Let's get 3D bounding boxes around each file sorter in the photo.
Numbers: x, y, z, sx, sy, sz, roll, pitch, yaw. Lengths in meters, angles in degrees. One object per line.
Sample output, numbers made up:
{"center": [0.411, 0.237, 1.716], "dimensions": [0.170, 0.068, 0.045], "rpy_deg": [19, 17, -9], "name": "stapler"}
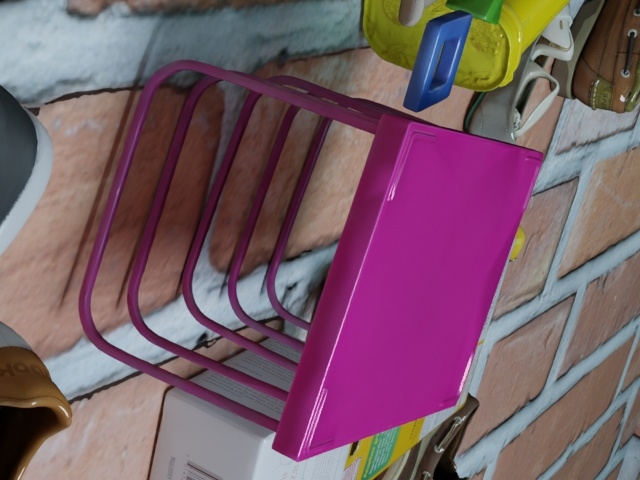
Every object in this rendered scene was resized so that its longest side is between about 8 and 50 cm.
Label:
{"center": [0.000, 0.000, 0.906], "dimensions": [0.291, 0.182, 0.202], "rpy_deg": [0, 110, -66], "name": "file sorter"}

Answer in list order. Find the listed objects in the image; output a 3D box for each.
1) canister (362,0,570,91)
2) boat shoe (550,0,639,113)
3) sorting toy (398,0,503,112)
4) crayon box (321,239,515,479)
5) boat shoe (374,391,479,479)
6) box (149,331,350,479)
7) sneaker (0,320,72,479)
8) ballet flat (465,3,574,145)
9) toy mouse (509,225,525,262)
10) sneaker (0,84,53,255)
{"center": [0.128, -0.199, 1.074], "dimensions": [0.170, 0.126, 0.073], "rpy_deg": [-47, 150, -43], "name": "canister"}
{"center": [0.378, -0.285, 1.557], "dimensions": [0.307, 0.104, 0.111], "rpy_deg": [-65, 157, -5], "name": "boat shoe"}
{"center": [0.096, -0.250, 0.839], "dimensions": [0.196, 0.047, 0.347], "rpy_deg": [-45, 152, -47], "name": "sorting toy"}
{"center": [0.068, 0.104, 1.275], "dimensions": [0.323, 0.083, 0.203], "rpy_deg": [-24, 133, -60], "name": "crayon box"}
{"center": [0.118, 0.273, 1.526], "dimensions": [0.095, 0.095, 0.257], "rpy_deg": [-33, 140, -53], "name": "boat shoe"}
{"center": [-0.050, 0.166, 1.068], "dimensions": [0.170, 0.091, 0.130], "rpy_deg": [-23, 131, -58], "name": "box"}
{"center": [-0.225, 0.163, 0.619], "dimensions": [0.290, 0.123, 0.106], "rpy_deg": [-57, 144, -7], "name": "sneaker"}
{"center": [0.218, -0.180, 1.357], "dimensions": [0.213, 0.068, 0.072], "rpy_deg": [-62, 157, -12], "name": "ballet flat"}
{"center": [0.195, 0.024, 1.544], "dimensions": [0.143, 0.031, 0.161], "rpy_deg": [-19, 128, -60], "name": "toy mouse"}
{"center": [-0.226, 0.025, 0.552], "dimensions": [0.295, 0.105, 0.147], "rpy_deg": [-64, 156, -22], "name": "sneaker"}
